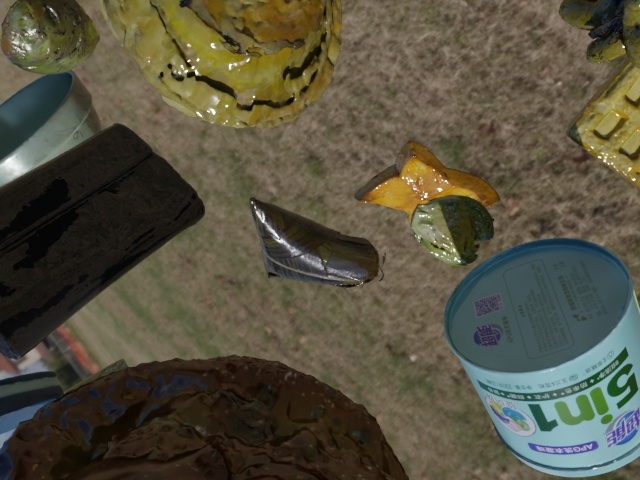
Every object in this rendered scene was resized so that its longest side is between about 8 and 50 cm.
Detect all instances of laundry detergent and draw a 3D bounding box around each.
[{"bbox_3d":[0.387,0.200,1.066,0.287,0.287,0.305,18,145,54],"label":"laundry detergent"}]

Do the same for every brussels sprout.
[{"bbox_3d":[0.262,-0.030,1.322,0.180,0.139,0.100,23,-162,-8],"label":"brussels sprout"}]

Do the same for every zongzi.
[{"bbox_3d":[0.000,0.000,0.929,0.187,0.084,0.184,6,152,7],"label":"zongzi"}]

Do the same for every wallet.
[{"bbox_3d":[-0.382,-0.021,1.013,0.228,0.406,0.062,45,136,0],"label":"wallet"}]

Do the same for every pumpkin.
[{"bbox_3d":[0.278,-0.128,1.745,0.290,0.095,0.258,28,139,-17],"label":"pumpkin"}]

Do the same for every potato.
[{"bbox_3d":[-0.346,-0.268,0.882,0.054,0.120,0.198,29,-178,1],"label":"potato"}]

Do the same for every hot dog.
[{"bbox_3d":[-0.081,0.220,0.558,0.267,0.387,0.174,-117,41,-66],"label":"hot dog"}]

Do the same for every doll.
[{"bbox_3d":[0.381,-0.288,0.826,0.209,0.097,0.137,45,113,44],"label":"doll"}]

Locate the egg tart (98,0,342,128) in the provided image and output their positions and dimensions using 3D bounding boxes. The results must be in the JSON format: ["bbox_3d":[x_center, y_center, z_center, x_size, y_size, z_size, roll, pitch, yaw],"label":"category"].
[{"bbox_3d":[-0.074,-0.218,0.586,0.241,0.241,0.106,58,156,-11],"label":"egg tart"}]

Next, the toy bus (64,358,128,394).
[{"bbox_3d":[-0.443,0.460,1.515,0.177,0.201,0.366,43,150,43],"label":"toy bus"}]

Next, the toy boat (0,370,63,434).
[{"bbox_3d":[-0.565,0.291,1.104,0.096,0.299,0.062,-46,73,23],"label":"toy boat"}]

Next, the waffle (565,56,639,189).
[{"bbox_3d":[0.582,-0.179,1.160,0.274,0.168,0.057,34,-164,-9],"label":"waffle"}]

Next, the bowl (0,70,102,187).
[{"bbox_3d":[-0.557,-0.179,1.300,0.307,0.307,0.163,25,155,48],"label":"bowl"}]
